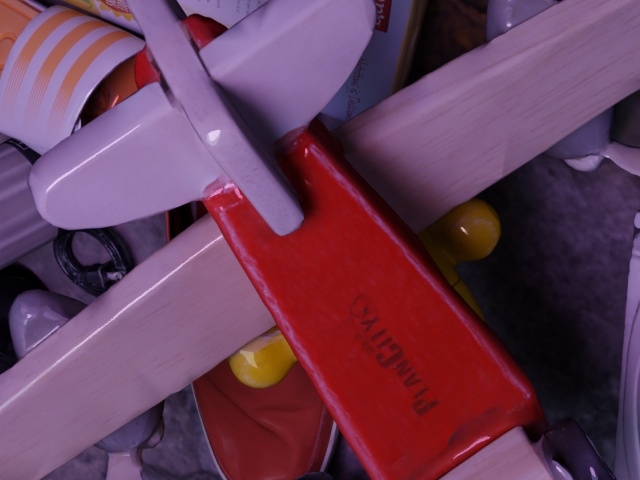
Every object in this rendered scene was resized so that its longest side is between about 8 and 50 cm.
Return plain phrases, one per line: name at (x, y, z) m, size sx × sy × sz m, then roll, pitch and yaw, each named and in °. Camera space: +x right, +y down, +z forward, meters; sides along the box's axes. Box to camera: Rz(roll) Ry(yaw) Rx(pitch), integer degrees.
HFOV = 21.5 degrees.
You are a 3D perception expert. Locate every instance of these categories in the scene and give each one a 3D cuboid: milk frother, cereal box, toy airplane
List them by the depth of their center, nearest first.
toy airplane at (0.000, 0.000, 0.950) m, size 0.386 × 0.272 × 0.384 m, roll 7°, pitch 113°, yaw -14°
cereal box at (-0.052, -0.165, 1.022) m, size 0.240 × 0.047 × 0.173 m, roll 23°, pitch 154°, yaw 6°
milk frother at (-0.209, 0.000, 1.190) m, size 0.129 × 0.134 × 0.143 m, roll -11°, pitch 107°, yaw 62°

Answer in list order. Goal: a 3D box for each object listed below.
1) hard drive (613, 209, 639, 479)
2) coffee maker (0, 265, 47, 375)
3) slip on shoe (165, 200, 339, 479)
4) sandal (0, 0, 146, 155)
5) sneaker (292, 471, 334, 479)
hard drive at (0.315, 0.133, 0.954) m, size 0.339 × 0.064 × 0.237 m, roll 28°, pitch 131°, yaw 41°
coffee maker at (-0.289, 0.098, 1.284) m, size 0.171 × 0.120 × 0.178 m, roll 45°, pitch 123°, yaw 2°
slip on shoe at (-0.054, 0.045, 1.158) m, size 0.123 × 0.101 × 0.331 m, roll 7°, pitch 117°, yaw 21°
sandal at (-0.189, -0.109, 1.110) m, size 0.265 × 0.076 × 0.102 m, roll 27°, pitch 93°, yaw 37°
sneaker at (-0.028, 0.236, 1.188) m, size 0.350 × 0.131 × 0.148 m, roll -15°, pitch 125°, yaw 32°
